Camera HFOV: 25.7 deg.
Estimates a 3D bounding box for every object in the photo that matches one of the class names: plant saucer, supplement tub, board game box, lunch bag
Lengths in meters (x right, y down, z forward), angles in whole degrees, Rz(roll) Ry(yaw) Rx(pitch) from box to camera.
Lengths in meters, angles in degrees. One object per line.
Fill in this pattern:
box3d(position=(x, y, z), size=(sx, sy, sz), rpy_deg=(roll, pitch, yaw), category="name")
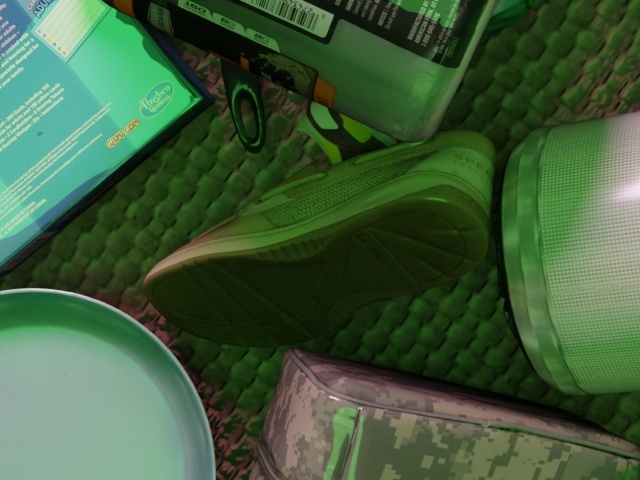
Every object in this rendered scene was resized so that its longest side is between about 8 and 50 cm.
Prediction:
box3d(position=(-0.243, 0.200, 1.175), size=(0.318, 0.044, 0.317), rpy_deg=(-1, 81, 3), category="plant saucer")
box3d(position=(-0.031, -0.226, 1.017), size=(0.338, 0.207, 0.207), rpy_deg=(26, 97, 3), category="supplement tub")
box3d(position=(-0.297, -0.173, 1.229), size=(0.254, 0.079, 0.336), rpy_deg=(-39, 90, 7), category="board game box")
box3d(position=(0.077, 0.244, 1.130), size=(0.305, 0.212, 0.256), rpy_deg=(14, 90, -14), category="lunch bag")

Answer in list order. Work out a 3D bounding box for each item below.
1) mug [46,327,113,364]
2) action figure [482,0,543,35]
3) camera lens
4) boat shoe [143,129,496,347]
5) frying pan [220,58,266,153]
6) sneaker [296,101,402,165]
box3d(position=(-0.201, 0.108, 1.249), size=(0.078, 0.064, 0.062), rpy_deg=(31, 96, 2), category="mug")
box3d(position=(0.089, -0.190, 1.181), size=(0.232, 0.137, 0.063), rpy_deg=(-14, 80, -2), category="action figure")
box3d(position=(0.286, 0.003, 1.086), size=(0.274, 0.219, 0.219), rpy_deg=(-8, 94, 25), category="camera lens")
box3d(position=(0.000, 0.000, 1.175), size=(0.341, 0.110, 0.121), rpy_deg=(-16, 129, 33), category="boat shoe")
box3d(position=(-0.069, -0.262, 1.212), size=(0.197, 0.053, 0.326), rpy_deg=(-34, 90, 7), category="frying pan")
box3d(position=(0.062, -0.060, 1.215), size=(0.084, 0.069, 0.185), rpy_deg=(-32, 105, 39), category="sneaker")
